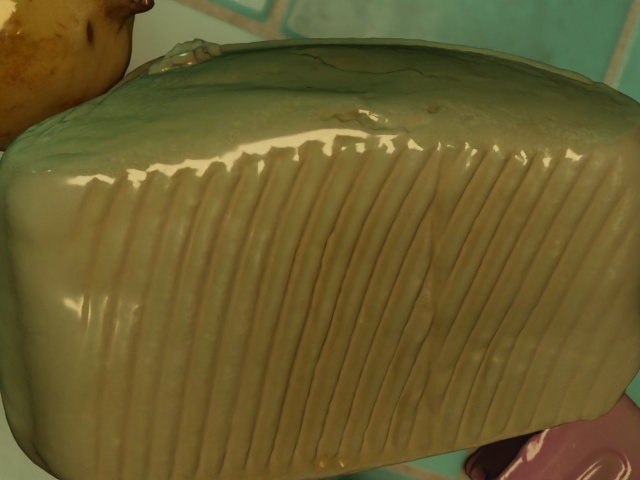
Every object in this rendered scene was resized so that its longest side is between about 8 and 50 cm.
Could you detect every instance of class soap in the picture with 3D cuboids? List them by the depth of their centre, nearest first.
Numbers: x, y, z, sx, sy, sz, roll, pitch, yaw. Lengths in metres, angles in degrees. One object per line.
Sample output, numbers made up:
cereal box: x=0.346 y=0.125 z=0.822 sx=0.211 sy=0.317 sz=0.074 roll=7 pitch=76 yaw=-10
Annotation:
soap: x=0.216 y=0.195 z=0.885 sx=0.203 sy=0.065 sz=0.122 roll=45 pitch=84 yaw=-12

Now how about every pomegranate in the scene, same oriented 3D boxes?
pomegranate: x=-0.187 y=-0.144 z=0.714 sx=0.196 sy=0.196 sz=0.196 roll=-1 pitch=94 yaw=-13

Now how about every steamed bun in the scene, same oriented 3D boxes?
steamed bun: x=-0.005 y=-0.001 z=0.736 sx=0.383 sy=0.236 sz=0.247 roll=-7 pitch=116 yaw=-15
